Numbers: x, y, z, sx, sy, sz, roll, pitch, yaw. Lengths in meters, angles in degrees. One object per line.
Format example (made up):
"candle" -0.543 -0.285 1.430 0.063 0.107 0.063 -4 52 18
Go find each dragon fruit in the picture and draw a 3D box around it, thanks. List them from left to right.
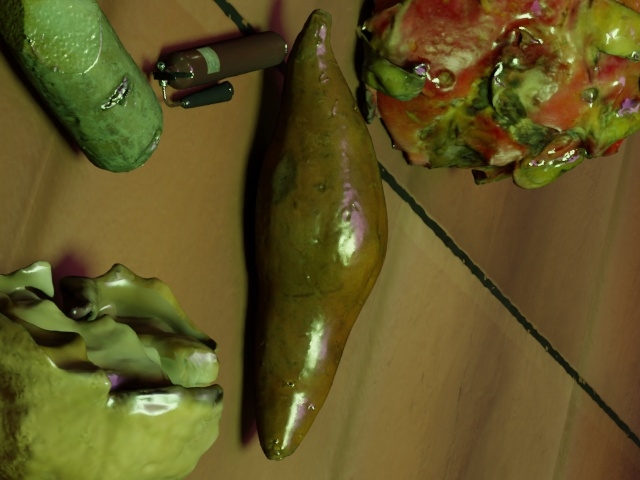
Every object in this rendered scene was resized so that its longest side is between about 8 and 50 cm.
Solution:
"dragon fruit" 0.216 -0.210 1.628 0.296 0.263 0.314 42 58 -53

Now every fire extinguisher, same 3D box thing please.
"fire extinguisher" -0.082 -0.127 1.356 0.173 0.035 0.049 -23 151 -58

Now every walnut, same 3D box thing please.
"walnut" -0.154 0.097 1.100 0.238 0.204 0.141 12 105 -54

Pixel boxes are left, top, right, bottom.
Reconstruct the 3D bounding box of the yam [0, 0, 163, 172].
"yam" -0.157 -0.113 1.183 0.069 0.070 0.146 -66 146 -30

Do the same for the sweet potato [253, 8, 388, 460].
"sweet potato" 0.001 -0.005 1.436 0.112 0.112 0.359 -9 101 -60
